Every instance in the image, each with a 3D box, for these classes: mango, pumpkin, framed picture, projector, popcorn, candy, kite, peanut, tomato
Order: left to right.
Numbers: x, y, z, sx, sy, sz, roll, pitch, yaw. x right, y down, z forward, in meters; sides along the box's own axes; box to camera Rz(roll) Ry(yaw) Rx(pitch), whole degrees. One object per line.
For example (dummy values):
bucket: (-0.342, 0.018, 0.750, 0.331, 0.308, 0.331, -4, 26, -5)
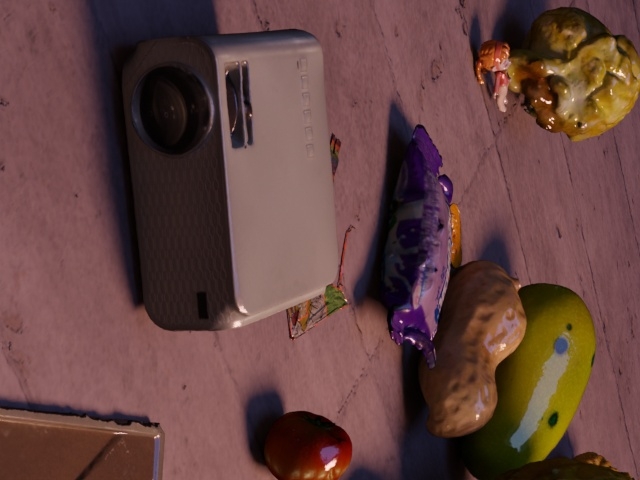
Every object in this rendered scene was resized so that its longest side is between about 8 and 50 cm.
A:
framed picture: (-0.210, 0.239, 1.203, 0.289, 0.016, 0.213, 20, 71, -61)
projector: (-0.079, -0.059, 1.379, 0.198, 0.108, 0.251, -20, 108, -62)
tomato: (-0.015, 0.209, 1.517, 0.087, 0.087, 0.075, 0, 116, -63)
kite: (0.000, 0.000, 1.637, 0.198, 0.006, 0.244, 51, 45, -50)
candy: (0.117, 0.012, 1.800, 0.145, 0.070, 0.275, 55, 38, -57)
pumpkin: (0.156, -0.005, 1.918, 0.050, 0.028, 0.083, 37, 56, -58)
peanut: (0.180, 0.128, 1.871, 0.101, 0.117, 0.263, 46, 48, -24)
mango: (0.266, 0.188, 2.010, 0.175, 0.143, 0.293, 56, 51, -44)
popcorn: (0.338, -0.230, 2.155, 0.212, 0.198, 0.198, -15, 103, -35)

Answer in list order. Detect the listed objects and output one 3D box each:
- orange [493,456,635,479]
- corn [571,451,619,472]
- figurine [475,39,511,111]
orange: (0.262, 0.400, 1.796, 0.223, 0.300, 0.301, 17, 81, -26)
corn: (0.351, 0.382, 2.207, 0.291, 0.101, 0.101, -26, 112, -57)
figurine: (0.234, -0.218, 2.066, 0.109, 0.047, 0.064, 74, 22, -44)
